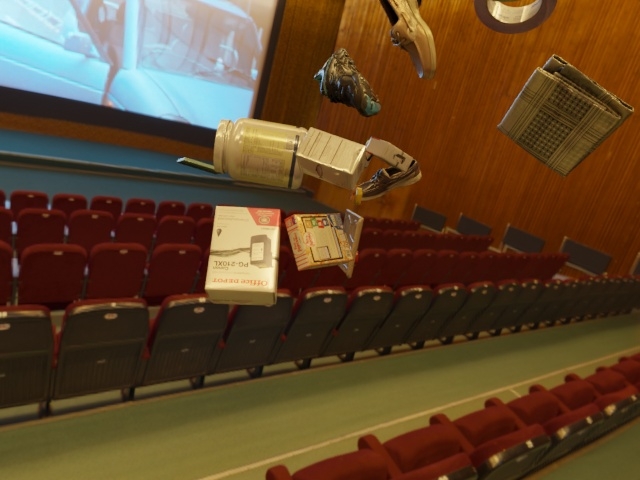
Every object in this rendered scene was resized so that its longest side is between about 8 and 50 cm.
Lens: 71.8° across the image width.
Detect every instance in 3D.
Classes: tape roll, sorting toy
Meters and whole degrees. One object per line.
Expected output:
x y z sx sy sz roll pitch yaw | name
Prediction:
0.696 -0.877 1.572 0.275 0.090 0.275 19 -18 6 | tape roll
0.118 -0.040 1.571 0.041 0.307 0.229 9 11 -10 | sorting toy

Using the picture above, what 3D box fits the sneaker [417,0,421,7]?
0.380 -1.101 1.950 0.170 0.089 0.051 27 61 -4 | sneaker

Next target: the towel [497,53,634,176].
0.795 -0.404 1.479 0.056 0.324 0.312 -35 71 -32 | towel

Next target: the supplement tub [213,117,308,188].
-0.218 -0.329 1.660 0.325 0.235 0.235 9 18 -5 | supplement tub

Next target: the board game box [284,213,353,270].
0.000 0.000 1.234 0.045 0.147 0.193 -25 -14 40 | board game box

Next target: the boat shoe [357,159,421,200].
0.254 -0.242 1.733 0.285 0.092 0.103 -18 41 3 | boat shoe

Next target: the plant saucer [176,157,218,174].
-0.501 -0.312 1.855 0.067 0.018 0.192 -2 -10 44 | plant saucer

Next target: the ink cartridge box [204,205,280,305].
-0.195 0.039 1.150 0.172 0.237 0.100 3 -26 -3 | ink cartridge box

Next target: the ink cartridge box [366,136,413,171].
0.234 -0.294 1.513 0.135 0.056 0.099 20 10 -39 | ink cartridge box

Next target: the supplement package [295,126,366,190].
0.033 -0.240 1.307 0.179 0.105 0.105 22 -16 13 | supplement package

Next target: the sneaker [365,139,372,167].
0.186 -0.329 1.705 0.040 0.109 0.044 -4 31 -36 | sneaker

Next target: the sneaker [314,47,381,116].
0.084 -0.470 1.395 0.125 0.139 0.341 40 21 -42 | sneaker

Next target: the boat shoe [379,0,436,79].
0.278 -0.674 1.437 0.110 0.341 0.121 -19 -4 -3 | boat shoe
